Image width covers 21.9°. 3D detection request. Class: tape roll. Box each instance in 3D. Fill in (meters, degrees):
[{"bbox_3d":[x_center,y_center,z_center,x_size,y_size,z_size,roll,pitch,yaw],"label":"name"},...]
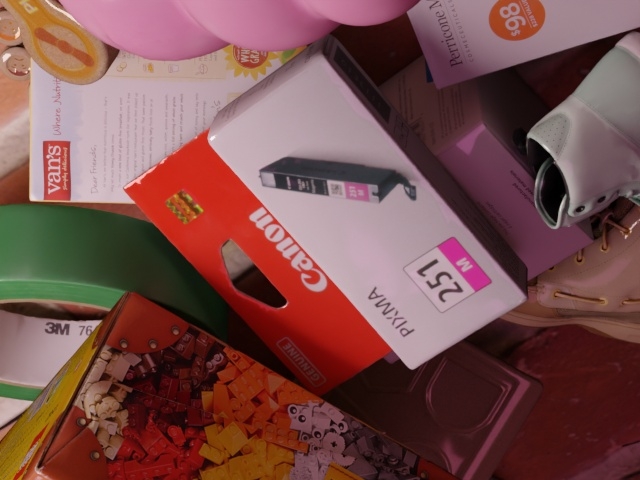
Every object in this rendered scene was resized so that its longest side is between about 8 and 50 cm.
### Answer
[{"bbox_3d":[-0.247,0.067,1.552,0.321,0.077,0.321,2,155,1],"label":"tape roll"}]

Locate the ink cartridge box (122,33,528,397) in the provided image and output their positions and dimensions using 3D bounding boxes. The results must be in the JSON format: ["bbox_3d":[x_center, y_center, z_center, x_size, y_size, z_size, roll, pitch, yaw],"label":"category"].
[{"bbox_3d":[0.000,0.000,1.389,0.239,0.060,0.275,-34,109,22],"label":"ink cartridge box"}]

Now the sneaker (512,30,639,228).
[{"bbox_3d":[0.253,-0.048,1.411,0.151,0.094,0.256,-39,134,-4],"label":"sneaker"}]

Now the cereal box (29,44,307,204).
[{"bbox_3d":[-0.132,-0.117,1.442,0.240,0.047,0.173,2,95,-3],"label":"cereal box"}]

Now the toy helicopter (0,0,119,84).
[{"bbox_3d":[-0.299,-0.261,1.323,0.235,0.140,0.355,-19,120,39],"label":"toy helicopter"}]

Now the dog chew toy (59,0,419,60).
[{"bbox_3d":[-0.051,-0.230,1.207,0.332,0.206,0.206,9,139,37],"label":"dog chew toy"}]

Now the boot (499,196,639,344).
[{"bbox_3d":[0.263,-0.007,1.582,0.262,0.095,0.203,13,128,-14],"label":"boot"}]

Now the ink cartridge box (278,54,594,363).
[{"bbox_3d":[0.098,-0.039,1.500,0.233,0.171,0.168,-33,121,24],"label":"ink cartridge box"}]

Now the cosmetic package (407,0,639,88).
[{"bbox_3d":[0.163,-0.323,1.260,0.284,0.097,0.377,-15,128,14],"label":"cosmetic package"}]

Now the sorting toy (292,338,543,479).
[{"bbox_3d":[0.064,0.216,1.727,0.229,0.041,0.307,28,110,0],"label":"sorting toy"}]

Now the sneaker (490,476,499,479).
[{"bbox_3d":[0.142,0.392,1.873,0.210,0.137,0.366,-16,124,14],"label":"sneaker"}]

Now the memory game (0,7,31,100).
[{"bbox_3d":[-0.203,-0.181,1.477,0.186,0.012,0.186,-1,129,-2],"label":"memory game"}]

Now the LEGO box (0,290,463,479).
[{"bbox_3d":[-0.136,0.295,1.587,0.372,0.193,0.500,31,148,-9],"label":"LEGO box"}]
